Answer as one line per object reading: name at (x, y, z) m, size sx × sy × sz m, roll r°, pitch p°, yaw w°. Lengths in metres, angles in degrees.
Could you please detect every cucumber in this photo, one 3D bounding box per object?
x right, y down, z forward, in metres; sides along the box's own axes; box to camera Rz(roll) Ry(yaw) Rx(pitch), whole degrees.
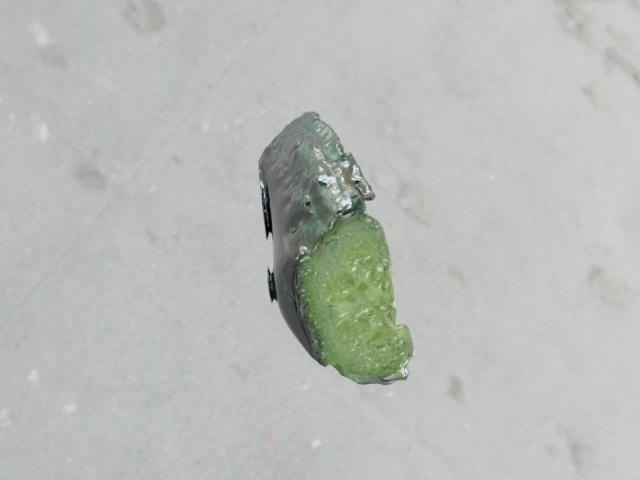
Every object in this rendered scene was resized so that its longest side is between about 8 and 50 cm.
cucumber at (0.000, 0.000, 0.853) m, size 0.086 × 0.115 × 0.193 m, roll -13°, pitch 43°, yaw -2°
